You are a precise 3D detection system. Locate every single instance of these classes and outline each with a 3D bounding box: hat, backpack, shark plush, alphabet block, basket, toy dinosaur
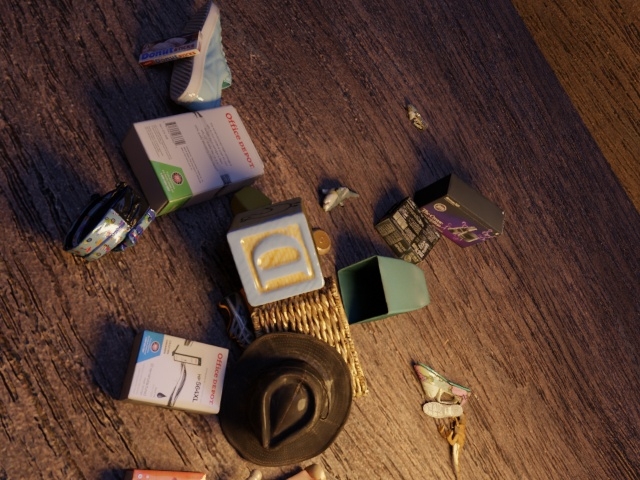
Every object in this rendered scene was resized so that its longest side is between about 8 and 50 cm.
[{"bbox_3d":[-0.077,0.376,1.175,0.331,0.134,0.331,0,95,-3],"label":"hat"},{"bbox_3d":[-0.469,-0.025,1.156,0.117,0.158,0.173,48,48,-30],"label":"backpack"},{"bbox_3d":[0.057,-0.133,1.647,0.161,0.073,0.067,-18,103,-58],"label":"shark plush"},{"bbox_3d":[-0.106,0.021,1.293,0.192,0.197,0.193,-14,105,0],"label":"alphabet block"},{"bbox_3d":[-0.029,0.259,1.340,0.223,0.213,0.299,-18,95,0],"label":"basket"},{"bbox_3d":[0.405,0.597,1.568,0.112,0.064,0.212,32,57,-22],"label":"toy dinosaur"}]

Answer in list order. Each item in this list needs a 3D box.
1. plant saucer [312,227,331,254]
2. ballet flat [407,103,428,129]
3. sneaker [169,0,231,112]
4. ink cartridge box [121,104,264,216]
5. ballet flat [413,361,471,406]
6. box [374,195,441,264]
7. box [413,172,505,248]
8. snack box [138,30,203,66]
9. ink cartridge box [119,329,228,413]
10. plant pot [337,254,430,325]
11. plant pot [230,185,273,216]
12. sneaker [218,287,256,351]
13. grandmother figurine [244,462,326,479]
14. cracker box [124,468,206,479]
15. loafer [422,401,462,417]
[{"bbox_3d":[0.000,0.000,1.558,0.083,0.015,0.083,13,65,-30],"label":"plant saucer"},{"bbox_3d":[0.356,-0.457,1.972,0.114,0.041,0.041,48,53,-9],"label":"ballet flat"},{"bbox_3d":[-0.319,-0.499,1.486,0.150,0.135,0.366,32,56,-44],"label":"sneaker"},{"bbox_3d":[-0.320,-0.209,1.353,0.289,0.121,0.211,-23,85,-38],"label":"ink cartridge box"},{"bbox_3d":[0.364,0.448,1.601,0.221,0.077,0.079,31,79,-21],"label":"ballet flat"},{"bbox_3d":[0.287,-0.028,1.726,0.180,0.077,0.147,50,52,-7],"label":"box"},{"bbox_3d":[0.472,-0.097,1.814,0.261,0.184,0.103,31,56,-20],"label":"box"},{"bbox_3d":[-0.397,-0.508,1.402,0.022,0.178,0.064,49,39,-61],"label":"snack box"},{"bbox_3d":[-0.320,0.297,1.175,0.203,0.086,0.148,19,62,-27],"label":"ink cartridge box"},{"bbox_3d":[0.201,0.146,1.553,0.234,0.165,0.166,3,70,-42],"label":"plant pot"},{"bbox_3d":[-0.195,-0.096,1.426,0.083,0.081,0.081,45,52,3],"label":"plant pot"},{"bbox_3d":[-0.188,0.228,1.307,0.083,0.084,0.215,-16,83,-14],"label":"sneaker"},{"bbox_3d":[-0.122,0.611,1.158,0.342,0.104,0.208,-13,71,-46],"label":"grandmother figurine"},{"bbox_3d":[-0.329,0.589,1.064,0.155,0.067,0.232,16,64,-29],"label":"cracker box"},{"bbox_3d":[0.362,0.510,1.587,0.125,0.039,0.045,6,75,-10],"label":"loafer"}]
